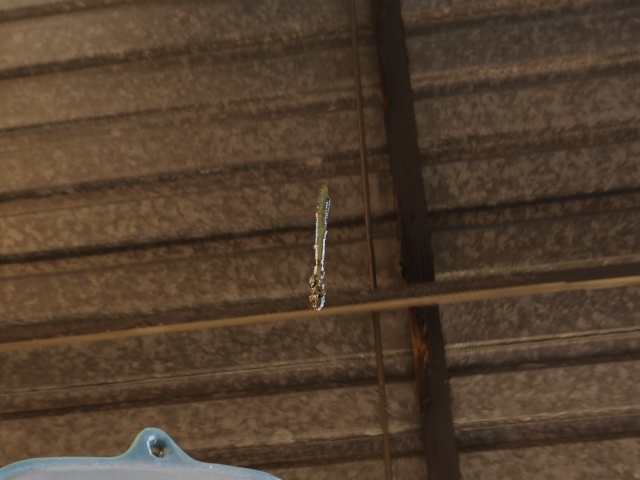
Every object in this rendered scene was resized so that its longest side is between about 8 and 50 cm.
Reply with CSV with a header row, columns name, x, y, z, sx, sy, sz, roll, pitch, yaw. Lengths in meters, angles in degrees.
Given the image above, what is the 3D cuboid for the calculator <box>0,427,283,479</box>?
name,x,y,z,sx,sy,sz,roll,pitch,yaw
calculator,-0.036,0.250,0.309,0.054,0.256,0.386,-39,-128,29

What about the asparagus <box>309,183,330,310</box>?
name,x,y,z,sx,sy,sz,roll,pitch,yaw
asparagus,0.000,0.000,0.681,0.013,0.016,0.166,-29,-149,23
